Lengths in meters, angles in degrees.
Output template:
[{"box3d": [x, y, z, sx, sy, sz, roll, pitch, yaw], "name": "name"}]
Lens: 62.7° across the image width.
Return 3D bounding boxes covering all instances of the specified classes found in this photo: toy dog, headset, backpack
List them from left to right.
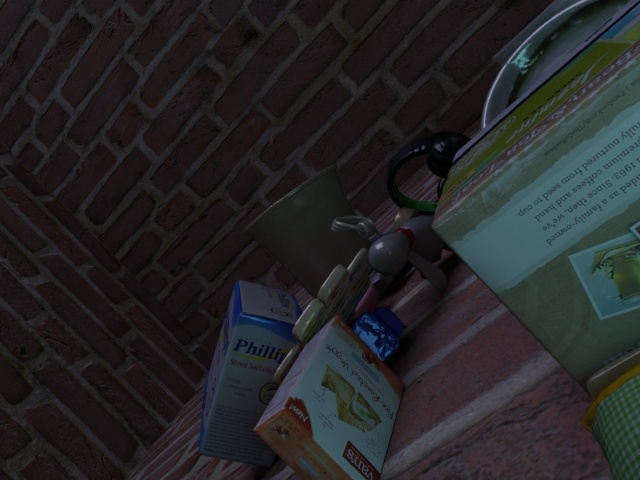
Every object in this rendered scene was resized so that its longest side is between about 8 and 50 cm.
[{"box3d": [0.105, 0.177, 0.983, 0.101, 0.098, 0.120, -40, -10, -6], "name": "backpack"}, {"box3d": [0.188, 0.035, 1.122, 0.333, 0.161, 0.220, -10, 22, -38], "name": "toy dog"}, {"box3d": [0.378, -0.208, 1.460, 0.393, 0.243, 0.185, -13, 43, 20], "name": "headset"}]

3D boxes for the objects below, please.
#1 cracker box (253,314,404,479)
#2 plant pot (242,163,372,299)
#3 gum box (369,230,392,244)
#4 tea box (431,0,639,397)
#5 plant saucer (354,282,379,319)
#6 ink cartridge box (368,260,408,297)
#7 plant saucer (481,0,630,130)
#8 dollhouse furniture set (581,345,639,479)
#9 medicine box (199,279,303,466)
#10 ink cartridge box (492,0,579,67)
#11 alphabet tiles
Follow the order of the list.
[{"box3d": [0.025, 0.227, 0.728, 0.067, 0.156, 0.232, -42, 4, 29], "name": "cracker box"}, {"box3d": [0.000, 0.000, 1.522, 0.333, 0.306, 0.334, -37, 1, 1], "name": "plant pot"}, {"box3d": [0.215, 0.008, 1.714, 0.184, 0.041, 0.157, -21, -11, -20], "name": "gum box"}, {"box3d": [0.315, -0.086, 0.510, 0.329, 0.220, 0.323, -43, 3, 26], "name": "tea box"}, {"box3d": [0.028, 0.240, 1.272, 0.332, 0.084, 0.332, -43, 2, 2], "name": "plant saucer"}, {"box3d": [0.202, 0.075, 1.480, 0.275, 0.060, 0.239, -45, 4, -35], "name": "ink cartridge box"}, {"box3d": [0.499, -0.278, 0.991, 0.400, 0.100, 0.401, -36, 40, 37], "name": "plant saucer"}, {"box3d": [0.251, 0.038, 0.279, 0.301, 0.151, 0.197, -43, 3, 24], "name": "dollhouse furniture set"}, {"box3d": [-0.142, 0.262, 1.101, 0.263, 0.149, 0.290, -140, 65, -76], "name": "medicine box"}, {"box3d": [0.572, -0.405, 1.158, 0.066, 0.261, 0.296, -45, 3, -24], "name": "ink cartridge box"}, {"box3d": [0.016, 0.156, 0.946, 0.278, 0.021, 0.284, -53, -22, -20], "name": "alphabet tiles"}]
